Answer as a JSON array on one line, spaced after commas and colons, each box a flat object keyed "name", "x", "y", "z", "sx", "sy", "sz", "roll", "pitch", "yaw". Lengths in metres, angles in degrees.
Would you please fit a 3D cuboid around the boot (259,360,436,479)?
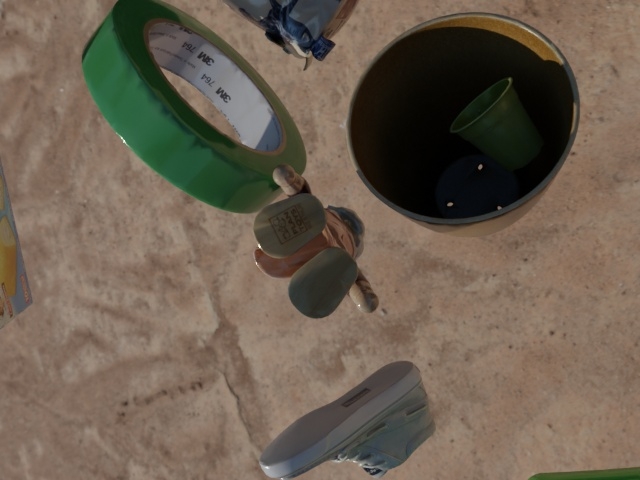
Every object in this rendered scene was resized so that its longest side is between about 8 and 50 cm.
[{"name": "boot", "x": 0.051, "y": 0.279, "z": 0.835, "sx": 0.095, "sy": 0.258, "sz": 0.123, "roll": 1, "pitch": 115, "yaw": 66}]

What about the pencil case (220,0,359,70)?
[{"name": "pencil case", "x": -0.138, "y": -0.421, "z": 0.882, "sx": 0.410, "sy": 0.160, "sz": 0.183, "roll": 29, "pitch": 113, "yaw": -12}]

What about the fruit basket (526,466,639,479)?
[{"name": "fruit basket", "x": 0.439, "y": 0.488, "z": 0.808, "sx": 0.282, "sy": 0.392, "sz": 0.392, "roll": -9, "pitch": 96, "yaw": 13}]

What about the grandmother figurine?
[{"name": "grandmother figurine", "x": 0.000, "y": 0.000, "z": 0.758, "sx": 0.104, "sy": 0.342, "sz": 0.208, "roll": -22, "pitch": 87, "yaw": 7}]

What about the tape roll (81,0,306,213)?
[{"name": "tape roll", "x": -0.159, "y": -0.185, "z": 0.833, "sx": 0.077, "sy": 0.321, "sz": 0.321, "roll": -41, "pitch": 70, "yaw": 25}]

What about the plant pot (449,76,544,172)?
[{"name": "plant pot", "x": 0.197, "y": -0.118, "z": 0.664, "sx": 0.079, "sy": 0.083, "sz": 0.083, "roll": 45, "pitch": 138, "yaw": -11}]

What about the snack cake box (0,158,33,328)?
[{"name": "snack cake box", "x": -0.488, "y": -0.013, "z": 0.842, "sx": 0.152, "sy": 0.089, "sz": 0.264, "roll": -142, "pitch": 44, "yaw": -76}]

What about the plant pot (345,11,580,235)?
[{"name": "plant pot", "x": 0.178, "y": -0.096, "z": 0.744, "sx": 0.237, "sy": 0.254, "sz": 0.237, "roll": -6, "pitch": 72, "yaw": 17}]
